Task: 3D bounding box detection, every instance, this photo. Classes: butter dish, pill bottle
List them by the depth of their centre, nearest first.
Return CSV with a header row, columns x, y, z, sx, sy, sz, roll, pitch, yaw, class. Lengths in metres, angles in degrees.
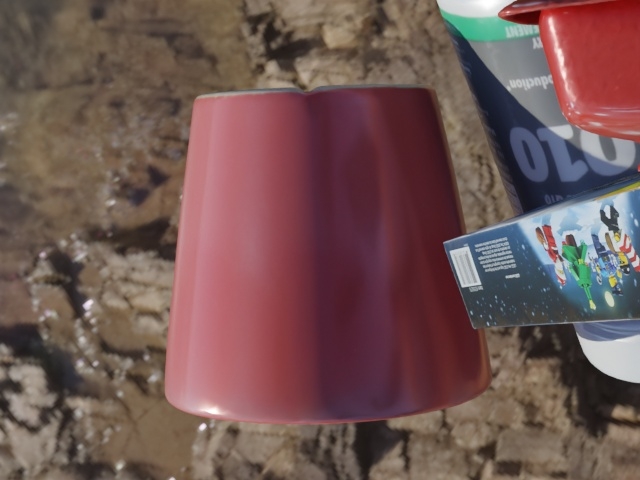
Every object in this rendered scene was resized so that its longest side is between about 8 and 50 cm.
x,y,z,sx,sy,sz,roll,pitch,yaw,class
0.191,-0.092,0.698,0.159,0.160,0.118,-6,95,17,butter dish
0.239,-0.080,0.987,0.204,0.204,0.361,-9,119,30,pill bottle

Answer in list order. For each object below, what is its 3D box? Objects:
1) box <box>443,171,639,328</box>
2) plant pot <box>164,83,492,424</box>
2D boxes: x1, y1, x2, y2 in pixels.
x,y,z,sx,sy,sz,roll,pitch,yaw,class
0.158,-0.015,0.465,0.233,0.159,0.044,158,94,-77,box
0.000,0.000,1.008,0.274,0.275,0.243,-1,96,28,plant pot
